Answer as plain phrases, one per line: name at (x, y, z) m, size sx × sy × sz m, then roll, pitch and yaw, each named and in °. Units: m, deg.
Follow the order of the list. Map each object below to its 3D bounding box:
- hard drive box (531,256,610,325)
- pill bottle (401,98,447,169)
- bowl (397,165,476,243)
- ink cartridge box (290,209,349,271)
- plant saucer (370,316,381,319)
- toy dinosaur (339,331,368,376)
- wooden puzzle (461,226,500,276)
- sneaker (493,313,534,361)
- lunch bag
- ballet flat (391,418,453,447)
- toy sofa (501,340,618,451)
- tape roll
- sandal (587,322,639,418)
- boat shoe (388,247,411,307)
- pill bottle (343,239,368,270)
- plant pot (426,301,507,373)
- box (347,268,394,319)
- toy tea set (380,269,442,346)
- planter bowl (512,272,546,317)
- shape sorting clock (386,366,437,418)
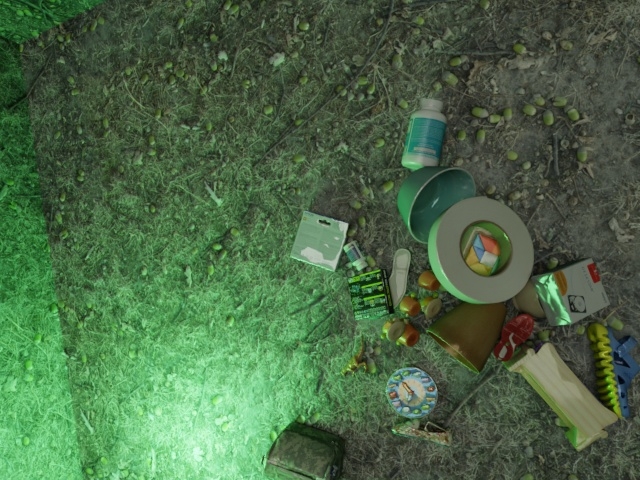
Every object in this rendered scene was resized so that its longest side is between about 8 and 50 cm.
hard drive box at (0.874, 0.176, 1.521) m, size 0.089 × 0.232 × 0.181 m, roll -31°, pitch 75°, yaw 60°
pill bottle at (0.418, -0.417, 1.730) m, size 0.146 × 0.146 × 0.264 m, roll 12°, pitch 93°, yaw 19°
bowl at (0.418, -0.160, 1.669) m, size 0.311 × 0.312 × 0.163 m, roll -55°, pitch 41°, yaw 10°
ink cartridge box at (0.000, 0.000, 1.911) m, size 0.223 × 0.045 × 0.223 m, roll 18°, pitch 93°, yaw 18°
plant saucer at (0.219, 0.277, 1.842) m, size 0.119 × 0.021 × 0.119 m, roll -1°, pitch 88°, yaw 19°
toy dinosaur at (0.155, 0.506, 1.835) m, size 0.112 × 0.064 × 0.211 m, roll 35°, pitch 99°, yaw 17°
wooden puzzle at (0.649, 0.074, 1.692) m, size 0.239 × 0.044 × 0.220 m, roll 25°, pitch 96°, yaw 18°
sneaker at (0.717, 0.333, 1.607) m, size 0.087 × 0.128 × 0.221 m, roll 35°, pitch 126°, yaw 18°
lunch bag at (-0.064, 0.915, 1.795) m, size 0.305 × 0.256 × 0.212 m, roll 12°, pitch 92°, yaw 18°
ballet flat at (0.409, 0.756, 1.738) m, size 0.241 × 0.091 × 0.077 m, roll 10°, pitch 81°, yaw 10°
toy sofa at (0.847, 0.533, 1.557) m, size 0.177 × 0.150 × 0.362 m, roll -42°, pitch 77°, yaw 8°
tape roll at (0.581, 0.034, 1.575) m, size 0.392 × 0.072 × 0.391 m, roll 2°, pitch 79°, yaw -11°
sandal at (1.028, 0.444, 1.498) m, size 0.138 × 0.126 × 0.317 m, roll -2°, pitch 76°, yaw 9°
boat shoe at (0.316, 0.156, 1.783) m, size 0.095 × 0.079 × 0.254 m, roll 10°, pitch 89°, yaw 21°
pill bottle at (0.153, 0.065, 1.847) m, size 0.067 × 0.067 × 0.120 m, roll -31°, pitch 79°, yaw 15°
plant pot at (0.574, 0.323, 1.632) m, size 0.237 × 0.237 × 0.254 m, roll 41°, pitch 84°, yaw 15°
box at (0.203, 0.223, 1.788) m, size 0.191 × 0.045 × 0.184 m, roll -22°, pitch 71°, yaw 44°
toy tea set at (0.361, 0.267, 1.733) m, size 0.336 × 0.200 × 0.124 m, roll -51°, pitch 38°, yaw -4°
planter bowl at (0.776, 0.209, 1.598) m, size 0.109 × 0.162 × 0.162 m, roll -21°, pitch 81°, yaw 47°
shape sorting clock at (0.371, 0.619, 1.771) m, size 0.206 × 0.040 × 0.206 m, roll 0°, pitch 89°, yaw 19°
